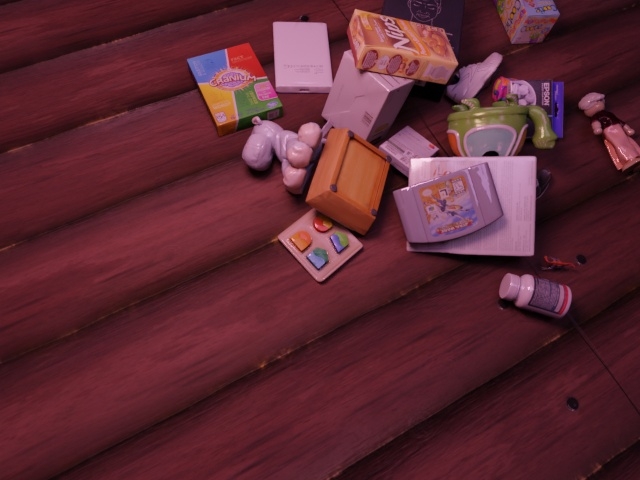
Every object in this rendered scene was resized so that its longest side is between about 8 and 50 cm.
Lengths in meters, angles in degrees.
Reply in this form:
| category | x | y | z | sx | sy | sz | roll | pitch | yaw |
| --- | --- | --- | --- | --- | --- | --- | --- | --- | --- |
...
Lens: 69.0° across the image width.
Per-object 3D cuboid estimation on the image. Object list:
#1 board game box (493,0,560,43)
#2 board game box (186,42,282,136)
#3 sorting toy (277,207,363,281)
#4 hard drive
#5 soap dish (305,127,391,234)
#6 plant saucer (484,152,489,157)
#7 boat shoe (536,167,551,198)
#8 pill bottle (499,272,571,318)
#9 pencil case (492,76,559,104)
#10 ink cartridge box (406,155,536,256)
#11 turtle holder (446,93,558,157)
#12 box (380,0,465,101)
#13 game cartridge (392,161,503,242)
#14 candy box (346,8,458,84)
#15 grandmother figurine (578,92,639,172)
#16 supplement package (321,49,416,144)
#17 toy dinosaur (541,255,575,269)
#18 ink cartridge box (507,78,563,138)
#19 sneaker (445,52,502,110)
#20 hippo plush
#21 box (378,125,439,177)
| category | x | y | z | sx | sy | sz | roll | pitch | yaw |
| --- | --- | --- | --- | --- | --- | --- | --- | --- | --- |
| board game box | 0.837 | -0.966 | 1.916 | 0.144 | 0.142 | 0.275 | -6 | 66 | -8 |
| board game box | -0.306 | -0.542 | 1.658 | 0.242 | 0.064 | 0.316 | -22 | 70 | -15 |
| sorting toy | 0.000 | 0.000 | 1.459 | 0.193 | 0.038 | 0.208 | -39 | 75 | -20 |
| hard drive | -0.070 | -0.695 | 1.762 | 0.210 | 0.040 | 0.318 | -2 | 66 | -7 |
| soap dish | 0.099 | -0.195 | 1.471 | 0.229 | 0.118 | 0.290 | 29 | 61 | -23 |
| plant saucer | 0.627 | -0.322 | 1.676 | 0.083 | 0.015 | 0.083 | 2 | 66 | -4 |
| boat shoe | 0.717 | -0.180 | 1.589 | 0.233 | 0.079 | 0.084 | -35 | 72 | -20 |
| pill bottle | 0.646 | 0.162 | 1.410 | 0.180 | 0.108 | 0.108 | 17 | 65 | 2 |
| pencil case | 0.771 | -0.548 | 1.748 | 0.236 | 0.104 | 0.104 | 10 | 65 | -1 |
| ink cartridge box | 0.475 | -0.109 | 1.483 | 0.385 | 0.091 | 0.308 | 2 | 91 | 12 |
| turtle holder | 0.591 | -0.360 | 1.573 | 0.320 | 0.243 | 0.227 | -6 | 98 | -14 |
| box | 0.356 | -0.763 | 1.741 | 0.294 | 0.212 | 0.395 | 13 | 66 | 1 |
| game cartridge | 0.392 | -0.102 | 1.429 | 0.297 | 0.062 | 0.198 | -17 | 83 | 13 |
| candy box | 0.252 | -0.601 | 1.451 | 0.316 | 0.087 | 0.183 | 4 | 56 | -19 |
| grandmother figurine | 1.068 | -0.408 | 1.719 | 0.208 | 0.104 | 0.342 | 0 | 59 | -36 |
| supplement package | 0.153 | -0.475 | 1.551 | 0.145 | 0.262 | 0.204 | -34 | 73 | -33 |
| toy dinosaur | 0.751 | 0.066 | 1.484 | 0.082 | 0.090 | 0.047 | 15 | 69 | -48 |
| ink cartridge box | 0.783 | -0.472 | 1.683 | 0.208 | 0.045 | 0.206 | -3 | 95 | 0 |
| sneaker | 0.586 | -0.625 | 1.762 | 0.129 | 0.111 | 0.297 | 34 | 66 | 16 |
| hippo plush | -0.120 | -0.316 | 1.482 | 0.237 | 0.234 | 0.294 | 23 | 66 | 4 |
| box | 0.302 | -0.308 | 1.600 | 0.145 | 0.038 | 0.186 | 40 | 53 | 12 |
